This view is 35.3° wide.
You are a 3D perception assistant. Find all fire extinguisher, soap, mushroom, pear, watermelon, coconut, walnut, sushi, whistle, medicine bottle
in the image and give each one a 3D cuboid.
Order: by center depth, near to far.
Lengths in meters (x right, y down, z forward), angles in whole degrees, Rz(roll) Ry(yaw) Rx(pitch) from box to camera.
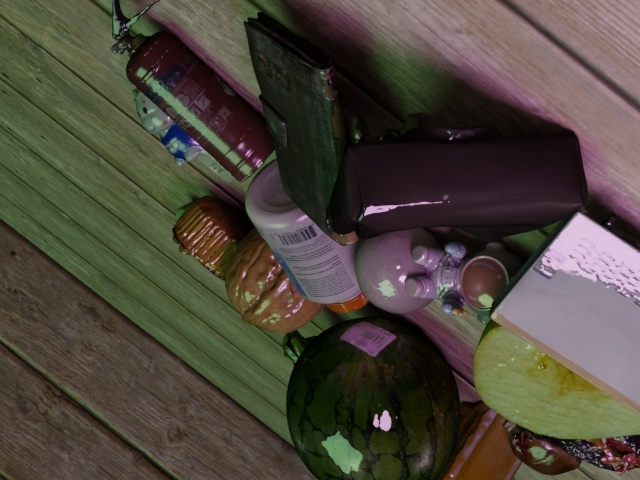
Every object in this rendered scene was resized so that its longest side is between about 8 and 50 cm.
[{"bbox_3d":[0.348,0.182,1.421,0.288,0.139,0.239,20,136,-1],"label":"pear"},{"bbox_3d":[0.446,0.273,1.528,0.172,0.153,0.150,44,150,-1],"label":"sushi"},{"bbox_3d":[-0.206,-0.251,1.565,0.344,0.102,0.138,43,126,-13],"label":"fire extinguisher"},{"bbox_3d":[0.000,0.000,1.653,0.157,0.157,0.289,20,153,38],"label":"medicine bottle"},{"bbox_3d":[-0.235,-0.187,1.729,0.244,0.092,0.110,46,147,-19],"label":"whistle"},{"bbox_3d":[-0.075,0.067,1.843,0.213,0.213,0.213,32,159,14],"label":"walnut"},{"bbox_3d":[0.417,0.393,1.918,0.170,0.080,0.135,37,149,-7],"label":"mushroom"},{"bbox_3d":[0.100,0.325,1.920,0.363,0.363,0.363,32,159,14],"label":"watermelon"},{"bbox_3d":[0.252,0.505,2.064,0.156,0.335,0.293,38,157,-3],"label":"soap"},{"bbox_3d":[-0.264,-0.038,2.117,0.083,0.081,0.082,47,125,11],"label":"coconut"}]

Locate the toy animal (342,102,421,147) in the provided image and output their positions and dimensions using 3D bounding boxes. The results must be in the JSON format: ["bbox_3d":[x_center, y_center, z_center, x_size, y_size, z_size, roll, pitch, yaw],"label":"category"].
[{"bbox_3d":[0.035,-0.149,1.380,0.214,0.093,0.186,40,152,17],"label":"toy animal"}]

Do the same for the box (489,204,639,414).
[{"bbox_3d":[0.372,0.091,1.234,0.270,0.045,0.211,31,119,-3],"label":"box"}]

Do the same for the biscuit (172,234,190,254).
[{"bbox_3d":[-0.240,0.014,2.149,0.205,0.031,0.138,24,-161,39],"label":"biscuit"}]

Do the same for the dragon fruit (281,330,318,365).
[{"bbox_3d":[0.030,0.274,2.180,0.269,0.198,0.200,41,-175,-5],"label":"dragon fruit"}]

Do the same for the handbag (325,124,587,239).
[{"bbox_3d":[0.152,-0.056,1.230,0.285,0.114,0.257,-3,167,-8],"label":"handbag"}]

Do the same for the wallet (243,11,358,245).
[{"bbox_3d":[-0.020,-0.140,1.343,0.169,0.044,0.317,41,156,36],"label":"wallet"}]

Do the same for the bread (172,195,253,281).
[{"bbox_3d":[-0.187,-0.001,1.974,0.199,0.104,0.199,41,-170,-8],"label":"bread"}]

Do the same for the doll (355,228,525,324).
[{"bbox_3d":[0.189,0.053,1.508,0.287,0.151,0.151,10,146,39],"label":"doll"}]
